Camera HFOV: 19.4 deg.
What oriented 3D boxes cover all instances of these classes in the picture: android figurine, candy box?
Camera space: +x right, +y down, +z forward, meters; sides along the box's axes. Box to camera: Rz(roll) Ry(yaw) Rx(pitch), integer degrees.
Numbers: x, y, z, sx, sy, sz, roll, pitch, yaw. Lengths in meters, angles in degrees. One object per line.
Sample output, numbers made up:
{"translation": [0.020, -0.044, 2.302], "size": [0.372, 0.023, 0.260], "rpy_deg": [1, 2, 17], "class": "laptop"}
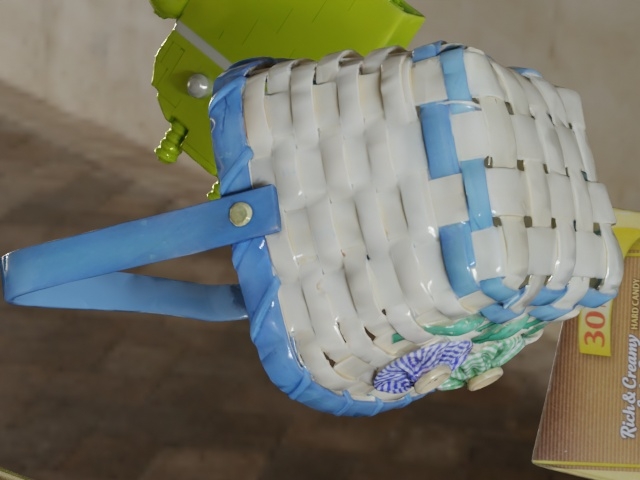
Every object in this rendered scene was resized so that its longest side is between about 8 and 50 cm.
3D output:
{"translation": [-0.032, -0.153, 1.471], "size": [0.248, 0.273, 0.056], "rpy_deg": [42, 17, 21], "class": "android figurine"}
{"translation": [0.314, 0.095, 1.219], "size": [0.316, 0.183, 0.087], "rpy_deg": [11, -6, 25], "class": "candy box"}

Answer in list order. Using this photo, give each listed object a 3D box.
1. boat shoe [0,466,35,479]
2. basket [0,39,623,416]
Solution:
{"translation": [-0.206, 0.129, 0.900], "size": [0.307, 0.104, 0.111], "rpy_deg": [33, 13, -50], "class": "boat shoe"}
{"translation": [0.000, 0.000, 1.043], "size": [0.289, 0.201, 0.254], "rpy_deg": [-11, -8, 29], "class": "basket"}
